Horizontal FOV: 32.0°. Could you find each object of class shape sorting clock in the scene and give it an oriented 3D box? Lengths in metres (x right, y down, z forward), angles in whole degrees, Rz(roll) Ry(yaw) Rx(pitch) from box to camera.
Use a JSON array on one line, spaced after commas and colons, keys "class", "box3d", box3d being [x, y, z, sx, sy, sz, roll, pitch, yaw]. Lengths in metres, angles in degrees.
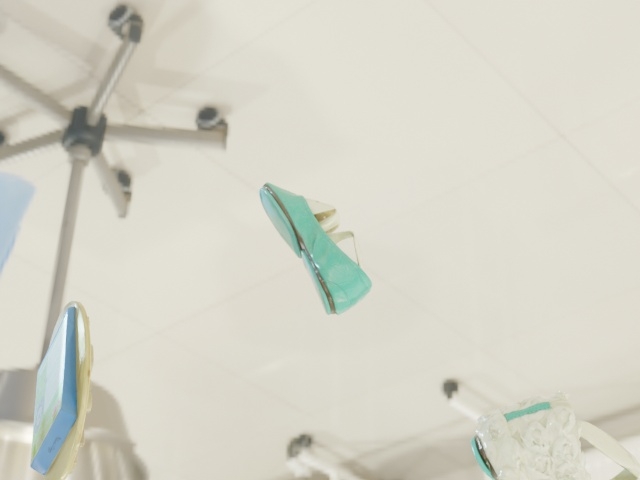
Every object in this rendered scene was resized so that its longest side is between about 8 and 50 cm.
[{"class": "shape sorting clock", "box3d": [-0.286, 0.171, 1.256, 0.040, 0.206, 0.206, 13, 142, -22]}]

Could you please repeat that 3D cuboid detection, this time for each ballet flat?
[{"class": "ballet flat", "box3d": [0.000, 0.000, 1.524, 0.087, 0.247, 0.083, -23, 140, -11]}, {"class": "ballet flat", "box3d": [0.319, 0.309, 1.262, 0.147, 0.147, 0.409, -21, 130, 27]}]
